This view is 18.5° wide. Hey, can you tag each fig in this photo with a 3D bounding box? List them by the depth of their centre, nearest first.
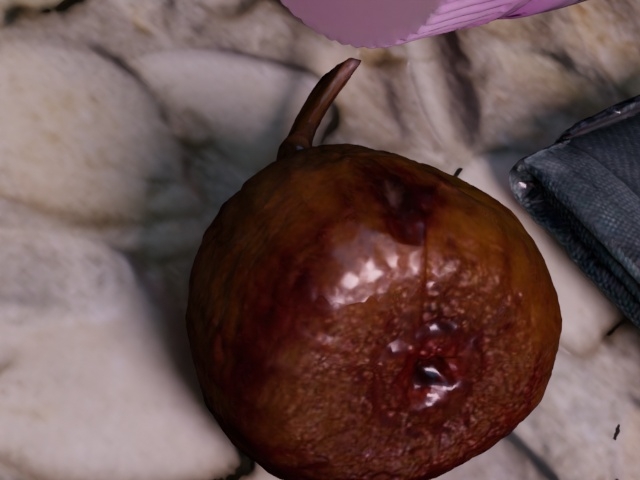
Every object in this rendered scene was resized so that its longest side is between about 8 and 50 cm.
[{"bbox_3d":[0.000,0.000,0.785,0.146,0.134,0.201,33,18,-44],"label":"fig"}]

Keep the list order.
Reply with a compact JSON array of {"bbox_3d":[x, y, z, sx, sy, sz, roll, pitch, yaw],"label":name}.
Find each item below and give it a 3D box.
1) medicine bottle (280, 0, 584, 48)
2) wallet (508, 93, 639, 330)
[{"bbox_3d":[0.113,-0.201,0.932,0.290,0.178,0.178,-20,70,-39],"label":"medicine bottle"},{"bbox_3d":[0.273,0.001,0.957,0.342,0.075,0.237,-24,66,-37],"label":"wallet"}]
